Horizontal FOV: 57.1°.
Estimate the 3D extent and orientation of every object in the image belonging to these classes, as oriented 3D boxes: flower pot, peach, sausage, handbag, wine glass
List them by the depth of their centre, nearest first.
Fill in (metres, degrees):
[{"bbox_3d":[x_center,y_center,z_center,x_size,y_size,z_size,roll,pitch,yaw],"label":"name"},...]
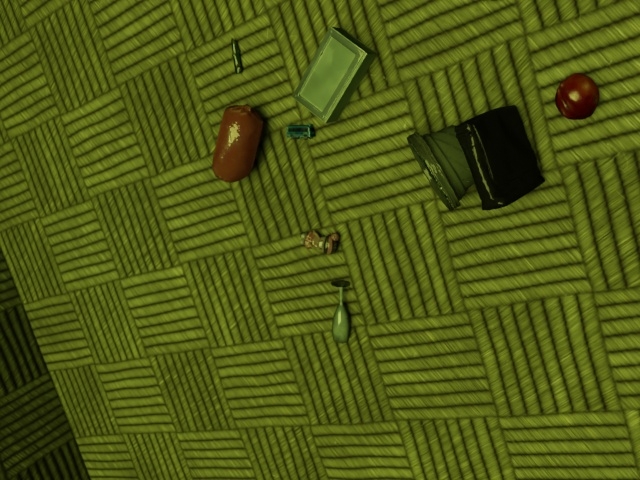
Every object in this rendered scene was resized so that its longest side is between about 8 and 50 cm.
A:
[{"bbox_3d":[0.603,-0.334,1.375,0.100,0.100,0.101,8,109,26],"label":"peach"},{"bbox_3d":[0.430,-0.202,1.425,0.080,0.247,0.223,-19,95,49],"label":"handbag"},{"bbox_3d":[0.331,-0.205,1.509,0.140,0.235,0.235,-34,87,9],"label":"flower pot"},{"bbox_3d":[-0.254,-0.303,1.818,0.148,0.148,0.254,26,121,19],"label":"sausage"},{"bbox_3d":[0.063,0.226,1.852,0.066,0.066,0.198,9,110,26],"label":"wine glass"}]

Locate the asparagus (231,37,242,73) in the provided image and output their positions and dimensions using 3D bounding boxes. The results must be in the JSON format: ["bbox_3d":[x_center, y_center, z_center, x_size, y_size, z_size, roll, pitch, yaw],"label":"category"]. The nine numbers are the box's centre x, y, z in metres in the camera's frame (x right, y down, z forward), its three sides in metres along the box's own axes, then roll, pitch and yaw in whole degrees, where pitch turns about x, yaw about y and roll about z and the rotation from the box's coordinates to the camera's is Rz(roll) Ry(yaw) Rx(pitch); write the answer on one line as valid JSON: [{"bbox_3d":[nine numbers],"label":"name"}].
[{"bbox_3d":[-0.259,-0.568,1.808,0.025,0.021,0.108,-3,103,24],"label":"asparagus"}]

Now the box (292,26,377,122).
[{"bbox_3d":[0.037,-0.460,1.644,0.129,0.086,0.225,40,119,12],"label":"box"}]

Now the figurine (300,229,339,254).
[{"bbox_3d":[0.000,0.000,1.826,0.129,0.054,0.072,15,97,31],"label":"figurine"}]

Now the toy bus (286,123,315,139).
[{"bbox_3d":[-0.059,-0.326,1.763,0.083,0.038,0.046,5,104,26],"label":"toy bus"}]
